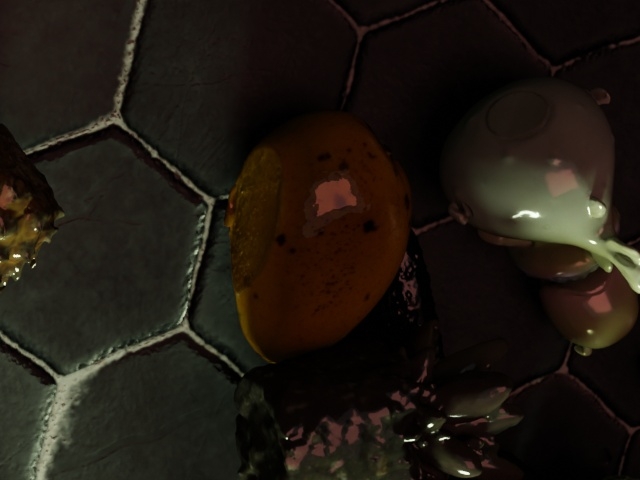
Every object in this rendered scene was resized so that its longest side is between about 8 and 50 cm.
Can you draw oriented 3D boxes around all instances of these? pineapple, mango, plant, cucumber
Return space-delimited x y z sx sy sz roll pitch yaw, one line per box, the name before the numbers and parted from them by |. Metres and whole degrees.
pineapple | -0.429 0.033 1.509 0.361 0.175 0.175 -34 115 6
mango | 0.000 0.000 1.668 0.191 0.160 0.290 8 106 -31
plant | 0.073 0.205 1.650 0.321 0.181 0.194 -5 110 -24
cucumber | 0.104 0.101 1.784 0.072 0.072 0.300 -19 110 -17

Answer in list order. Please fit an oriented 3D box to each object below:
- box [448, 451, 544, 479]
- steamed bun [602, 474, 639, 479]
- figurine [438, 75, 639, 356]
box | 0.111 0.380 1.762 0.345 0.251 0.204 4 103 -22
steamed bun | 0.390 0.466 1.853 0.237 0.346 0.394 4 121 -29
figurine | 0.291 0.006 1.748 0.227 0.274 0.394 -34 132 -7
